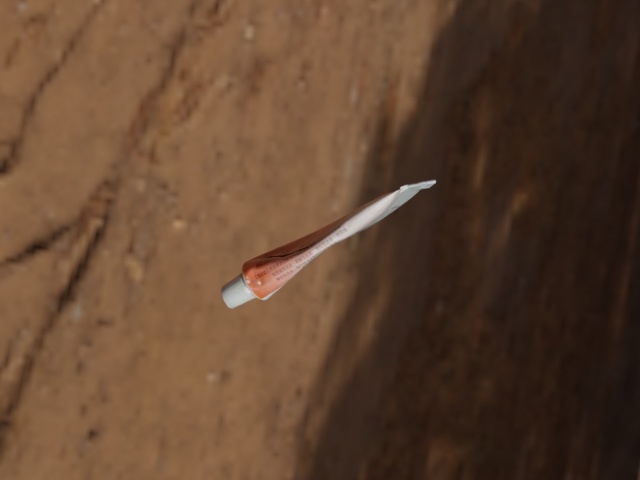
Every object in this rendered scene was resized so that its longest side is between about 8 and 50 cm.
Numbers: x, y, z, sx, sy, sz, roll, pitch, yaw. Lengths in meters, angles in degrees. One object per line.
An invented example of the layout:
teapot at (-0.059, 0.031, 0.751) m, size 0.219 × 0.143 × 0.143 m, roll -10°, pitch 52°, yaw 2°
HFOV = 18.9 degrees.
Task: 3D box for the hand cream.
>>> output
hand cream at (0.000, 0.002, 1.645) m, size 0.038 × 0.216 × 0.052 m, roll 49°, pitch 26°, yaw -19°
